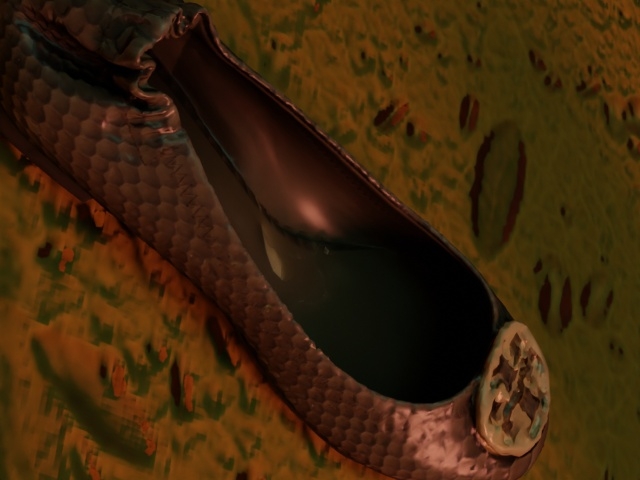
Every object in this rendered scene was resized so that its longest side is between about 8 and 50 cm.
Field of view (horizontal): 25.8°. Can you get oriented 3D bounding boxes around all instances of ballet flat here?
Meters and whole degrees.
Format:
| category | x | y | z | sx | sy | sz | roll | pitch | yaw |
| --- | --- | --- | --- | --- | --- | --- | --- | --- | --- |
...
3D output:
| category | x | y | z | sx | sy | sz | roll | pitch | yaw |
| --- | --- | --- | --- | --- | --- | --- | --- | --- | --- |
| ballet flat | 0.000 | 0.000 | 0.437 | 0.250 | 0.058 | 0.084 | 43 | 48 | -26 |
